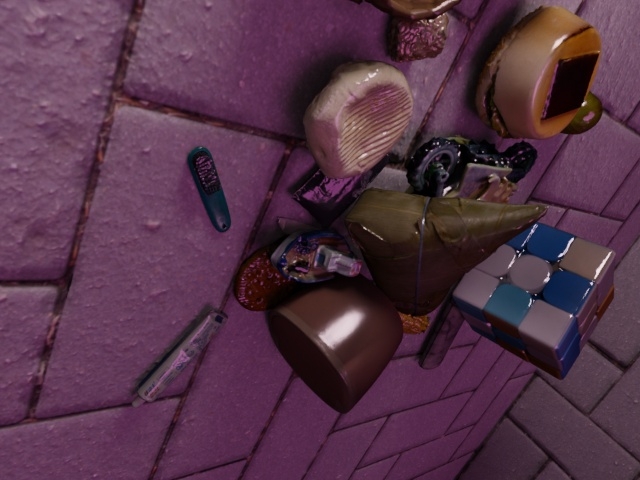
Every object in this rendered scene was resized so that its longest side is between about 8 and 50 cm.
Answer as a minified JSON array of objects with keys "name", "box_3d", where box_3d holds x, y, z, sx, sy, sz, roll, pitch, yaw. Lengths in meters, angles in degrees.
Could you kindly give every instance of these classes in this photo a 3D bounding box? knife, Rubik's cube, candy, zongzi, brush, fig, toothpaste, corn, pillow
[{"name":"knife","box_3d":[-0.001,-0.001,1.137,0.297,0.017,0.047,24,103,-46]},{"name":"Rubik's cube","box_3d":[0.677,0.174,1.579,0.347,0.346,0.344,-55,142,-9]},{"name":"candy","box_3d":[0.178,-0.379,0.927,0.110,0.085,0.095,-11,122,-20]},{"name":"zongzi","box_3d":[0.285,0.046,1.080,0.356,0.392,0.174,62,41,-43]},{"name":"brush","box_3d":[-0.190,-0.080,0.891,0.043,0.032,0.193,-30,137,-19]},{"name":"fig","box_3d":[0.643,-0.336,1.354,0.236,0.124,0.124,-15,134,-12]},{"name":"toothpaste","box_3d":[-0.304,0.253,1.068,0.268,0.047,0.069,-46,122,-3]},{"name":"corn","box_3d":[0.212,0.203,1.432,0.317,0.115,0.115,25,105,-47]},{"name":"pillow","box_3d":[0.046,-0.130,1.036,0.208,0.055,0.141,-47,134,1]}]

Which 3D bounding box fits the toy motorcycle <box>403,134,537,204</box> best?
[{"name":"toy motorcycle","box_3d":[0.347,-0.137,1.199,0.410,0.169,0.237,-6,138,-32]}]

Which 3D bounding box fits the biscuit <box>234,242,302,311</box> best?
[{"name":"biscuit","box_3d":[-0.104,0.084,1.112,0.187,0.027,0.188,-24,136,-26]}]

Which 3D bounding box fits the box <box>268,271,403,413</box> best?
[{"name":"box","box_3d":[0.044,0.225,1.175,0.216,0.301,0.301,-36,141,-26]}]

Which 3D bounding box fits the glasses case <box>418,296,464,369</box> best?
[{"name":"glasses case","box_3d":[0.439,0.327,1.770,0.114,0.060,0.299,-8,128,-38]}]

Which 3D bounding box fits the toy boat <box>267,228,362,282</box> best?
[{"name":"toy boat","box_3d":[-0.002,0.039,1.059,0.262,0.115,0.114,2,107,-43]}]

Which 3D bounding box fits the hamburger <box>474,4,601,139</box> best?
[{"name":"hamburger","box_3d":[0.485,-0.370,1.128,0.302,0.170,0.302,-24,133,-29]}]

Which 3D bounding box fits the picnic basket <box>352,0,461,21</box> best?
[{"name":"picnic basket","box_3d":[0.180,-0.460,0.666,0.293,0.337,0.337,-30,139,-17]}]

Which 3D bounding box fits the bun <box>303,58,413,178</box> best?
[{"name":"bun","box_3d":[0.057,-0.229,0.900,0.231,0.133,0.231,-31,146,-24]}]
